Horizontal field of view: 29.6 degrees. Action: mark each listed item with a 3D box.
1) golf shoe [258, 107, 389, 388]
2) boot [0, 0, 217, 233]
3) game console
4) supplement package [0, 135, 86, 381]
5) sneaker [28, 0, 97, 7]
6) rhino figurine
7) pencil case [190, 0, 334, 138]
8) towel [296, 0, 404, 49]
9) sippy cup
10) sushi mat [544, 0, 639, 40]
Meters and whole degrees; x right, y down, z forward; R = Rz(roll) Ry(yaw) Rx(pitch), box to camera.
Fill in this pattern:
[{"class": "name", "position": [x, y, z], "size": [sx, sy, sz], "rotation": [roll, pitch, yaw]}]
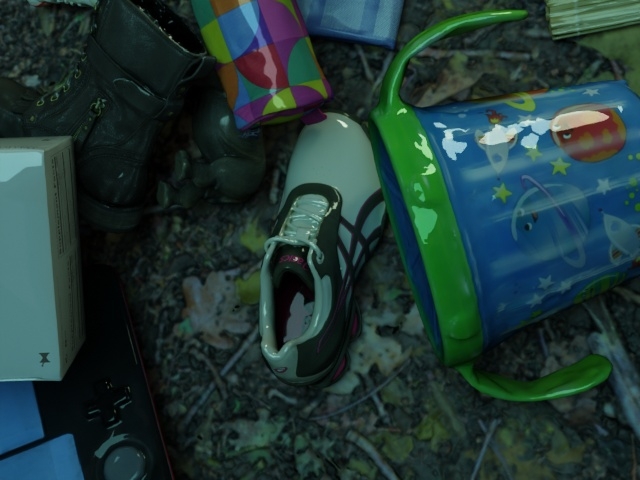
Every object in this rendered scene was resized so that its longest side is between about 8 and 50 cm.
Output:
[{"class": "golf shoe", "position": [0.000, 0.000, 1.128], "size": [0.105, 0.120, 0.273], "rotation": [3, 79, 16]}, {"class": "boot", "position": [-0.218, -0.158, 1.167], "size": [0.263, 0.091, 0.229], "rotation": [37, 121, 23]}, {"class": "game console", "position": [-0.333, 0.230, 1.155], "size": [0.386, 0.060, 0.342], "rotation": [-21, 66, 2]}, {"class": "supplement package", "position": [-0.356, 0.015, 1.081], "size": [0.261, 0.145, 0.204], "rotation": [-2, 101, -2]}, {"class": "sneaker", "position": [-0.268, -0.269, 1.287], "size": [0.161, 0.057, 0.075], "rotation": [40, 107, 16]}, {"class": "rhino figurine", "position": [-0.098, -0.150, 1.180], "size": [0.073, 0.106, 0.243], "rotation": [3, 91, 58]}, {"class": "pencil case", "position": [-0.067, -0.212, 1.108], "size": [0.104, 0.104, 0.236], "rotation": [-19, 92, 10]}, {"class": "towel", "position": [0.006, -0.343, 1.237], "size": [0.209, 0.034, 0.285], "rotation": [9, 84, 13]}, {"class": "sippy cup", "position": [0.179, -0.031, 1.045], "size": [0.224, 0.305, 0.240], "rotation": [-16, 47, -1]}, {"class": "sushi mat", "position": [0.361, -0.289, 1.143], "size": [0.316, 0.019, 0.151], "rotation": [-10, 76, 12]}]
